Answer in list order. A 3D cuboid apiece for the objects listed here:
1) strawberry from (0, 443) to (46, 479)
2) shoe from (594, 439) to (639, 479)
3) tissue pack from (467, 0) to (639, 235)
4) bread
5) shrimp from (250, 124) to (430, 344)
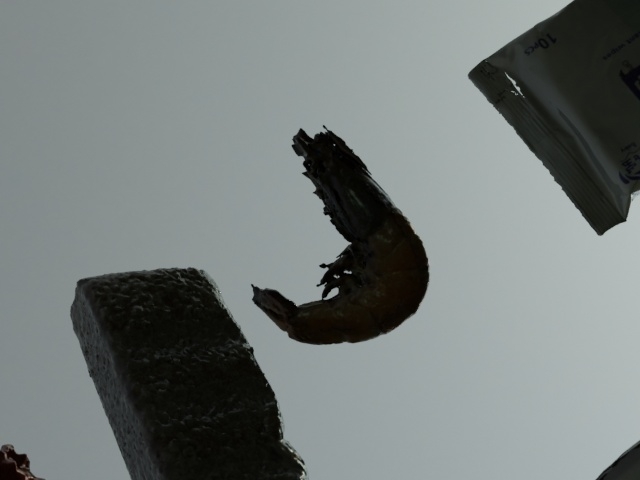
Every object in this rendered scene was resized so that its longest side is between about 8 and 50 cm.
[{"bbox_3d":[-0.281,0.282,0.668,0.233,0.138,0.306,-15,-47,-19],"label":"strawberry"},{"bbox_3d":[0.184,0.064,0.294,0.103,0.275,0.098,-20,-119,-26],"label":"shoe"},{"bbox_3d":[0.189,-0.102,0.490,0.123,0.193,0.026,57,-173,27],"label":"tissue pack"},{"bbox_3d":[-0.114,0.202,0.955,0.165,0.113,0.416,-4,-132,-37],"label":"bread"},{"bbox_3d":[0.000,0.000,1.190,0.290,0.222,0.054,62,-176,17],"label":"shrimp"}]
